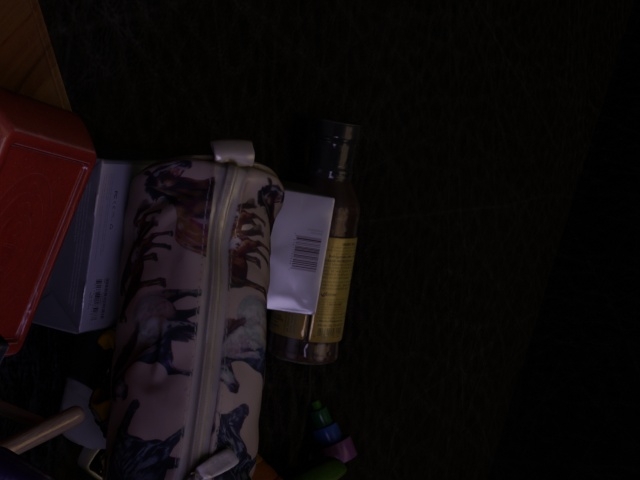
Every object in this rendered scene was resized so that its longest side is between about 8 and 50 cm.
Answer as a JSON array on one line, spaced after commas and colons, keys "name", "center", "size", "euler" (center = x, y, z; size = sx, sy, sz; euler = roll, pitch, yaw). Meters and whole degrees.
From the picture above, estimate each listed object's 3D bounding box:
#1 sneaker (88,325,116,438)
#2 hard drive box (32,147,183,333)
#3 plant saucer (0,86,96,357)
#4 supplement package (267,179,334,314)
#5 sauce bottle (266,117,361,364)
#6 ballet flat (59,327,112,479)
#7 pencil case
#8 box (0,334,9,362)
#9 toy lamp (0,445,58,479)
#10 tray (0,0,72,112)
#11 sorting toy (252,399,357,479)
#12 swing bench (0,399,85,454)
[{"name": "sneaker", "center": [-0.204, 0.190, 1.495], "size": [0.093, 0.088, 0.225], "euler": [-1, 97, -39]}, {"name": "hard drive box", "center": [-0.220, -0.005, 1.532], "size": [0.232, 0.089, 0.181], "euler": [-4, 105, -66]}, {"name": "plant saucer", "center": [-0.285, 0.001, 1.252], "size": [0.259, 0.048, 0.258], "euler": [12, 100, -79]}, {"name": "supplement package", "center": [-0.077, -0.005, 1.677], "size": [0.244, 0.134, 0.139], "euler": [-143, -118, -79]}, {"name": "sauce bottle", "center": [0.000, 0.000, 2.029], "size": [0.111, 0.111, 0.344], "euler": [-6, 108, -67]}, {"name": "ballet flat", "center": [-0.237, 0.208, 1.600], "size": [0.096, 0.095, 0.280], "euler": [-50, 146, -30]}, {"name": "pencil case", "center": [-0.122, 0.110, 1.376], "size": [0.160, 0.183, 0.410], "euler": [16, 62, -26]}, {"name": "box", "center": [-0.378, 0.071, 0.950], "size": [0.270, 0.165, 0.143], "euler": [14, 109, -46]}, {"name": "toy lamp", "center": [-0.326, 0.181, 1.125], "size": [0.080, 0.275, 0.080], "euler": [12, 90, -69]}, {"name": "tray", "center": [-0.360, -0.061, 1.194], "size": [0.202, 0.076, 0.411], "euler": [80, 30, -42]}, {"name": "sorting toy", "center": [-0.049, 0.320, 2.129], "size": [0.126, 0.127, 0.365], "euler": [68, 24, -2]}, {"name": "swing bench", "center": [-0.339, 0.296, 1.310], "size": [0.255, 0.165, 0.253], "euler": [-41, 138, -48]}]
